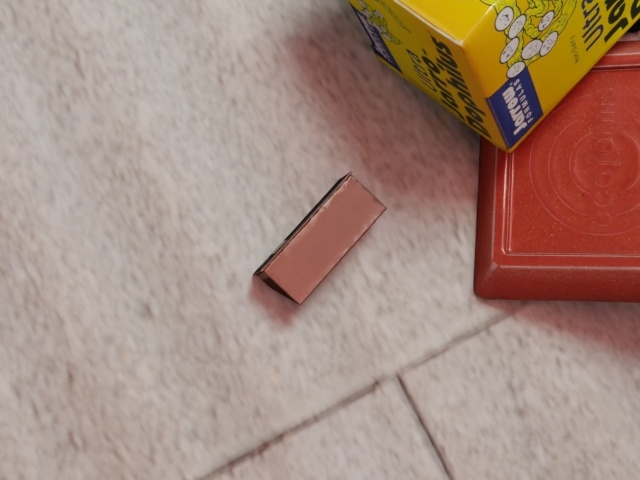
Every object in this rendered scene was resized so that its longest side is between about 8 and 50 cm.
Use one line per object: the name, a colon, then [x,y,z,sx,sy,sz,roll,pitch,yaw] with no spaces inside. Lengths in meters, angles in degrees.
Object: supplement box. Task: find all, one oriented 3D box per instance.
supplement box: [0.204,-0.295,1.028,0.356,0.194,0.195,-46,58,-3]

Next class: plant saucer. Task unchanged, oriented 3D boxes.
plant saucer: [0.271,-0.072,1.082,0.259,0.048,0.258,0,81,22]

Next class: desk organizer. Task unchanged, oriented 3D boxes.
desk organizer: [0.000,0.000,1.087,0.050,0.047,0.130,43,77,-5]

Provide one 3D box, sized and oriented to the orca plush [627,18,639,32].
orca plush: [0.328,-0.303,1.162,0.287,0.102,0.151,-28,88,-13]
